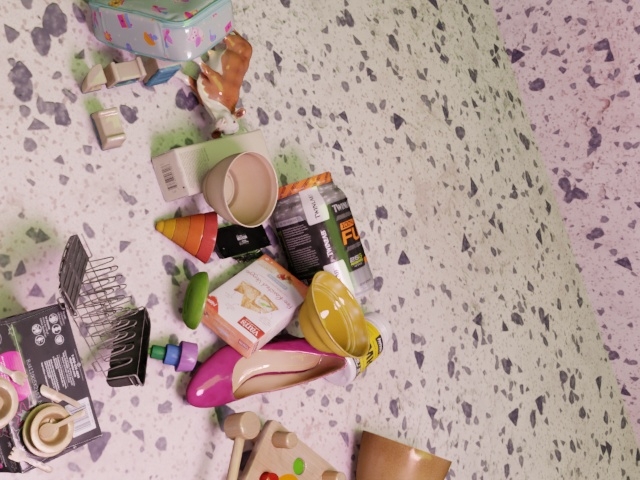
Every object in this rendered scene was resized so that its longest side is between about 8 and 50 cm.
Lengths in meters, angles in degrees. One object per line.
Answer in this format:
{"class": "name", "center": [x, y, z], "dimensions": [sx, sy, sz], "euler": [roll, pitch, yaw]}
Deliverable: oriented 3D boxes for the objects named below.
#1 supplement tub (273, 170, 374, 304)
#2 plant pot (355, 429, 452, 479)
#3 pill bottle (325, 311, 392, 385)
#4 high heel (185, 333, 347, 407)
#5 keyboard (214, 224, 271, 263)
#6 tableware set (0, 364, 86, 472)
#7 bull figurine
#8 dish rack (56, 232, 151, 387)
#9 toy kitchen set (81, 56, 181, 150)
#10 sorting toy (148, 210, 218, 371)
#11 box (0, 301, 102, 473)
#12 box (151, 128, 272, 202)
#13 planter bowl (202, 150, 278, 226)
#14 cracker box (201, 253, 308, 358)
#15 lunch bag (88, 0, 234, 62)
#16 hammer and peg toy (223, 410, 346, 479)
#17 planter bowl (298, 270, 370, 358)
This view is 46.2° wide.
{"class": "supplement tub", "center": [0.000, 0.000, 1.861], "dimensions": [0.193, 0.193, 0.316], "euler": [-25, 98, -47]}
{"class": "plant pot", "center": [0.178, 0.636, 1.882], "dimensions": [0.237, 0.237, 0.254], "euler": [31, 73, -38]}
{"class": "pill bottle", "center": [0.091, 0.274, 1.938], "dimensions": [0.208, 0.119, 0.119], "euler": [-35, 105, -46]}
{"class": "high heel", "center": [-0.113, 0.291, 1.657], "dimensions": [0.377, 0.181, 0.127], "euler": [-23, 117, -47]}
{"class": "keyboard", "center": [-0.192, 0.012, 1.776], "dimensions": [0.192, 0.038, 0.100], "euler": [-16, 81, -55]}
{"class": "tableware set", "center": [-0.470, 0.279, 1.189], "dimensions": [0.194, 0.039, 0.128], "euler": [39, 54, -35]}
{"class": "bull figurine", "center": [-0.244, -0.389, 1.763], "dimensions": [0.188, 0.101, 0.310], "euler": [43, 43, -37]}
{"class": "dish rack", "center": [-0.398, 0.123, 1.385], "dimensions": [0.208, 0.074, 0.272], "euler": [-105, 179, -57]}
{"class": "toy kitchen set", "center": [-0.395, -0.295, 1.605], "dimensions": [0.207, 0.122, 0.166], "euler": [-20, 95, -27]}
{"class": "sorting toy", "center": [-0.308, 0.094, 1.594], "dimensions": [0.126, 0.127, 0.366], "euler": [14, 66, -19]}
{"class": "box", "center": [-0.508, 0.251, 1.293], "dimensions": [0.163, 0.142, 0.247], "euler": [-18, 94, -49]}
{"class": "box", "center": [-0.242, -0.174, 1.723], "dimensions": [0.275, 0.094, 0.113], "euler": [-21, 96, -48]}
{"class": "planter bowl", "center": [-0.185, -0.113, 1.623], "dimensions": [0.162, 0.109, 0.162], "euler": [-8, 100, -50]}
{"class": "cracker box", "center": [-0.145, 0.145, 1.703], "dimensions": [0.155, 0.067, 0.232], "euler": [37, 43, 15]}
{"class": "lunch bag", "center": [-0.334, -0.485, 1.585], "dimensions": [0.224, 0.279, 0.108], "euler": [-52, 152, -40]}
{"class": "hammer and peg toy", "center": [-0.119, 0.542, 1.640], "dimensions": [0.361, 0.127, 0.266], "euler": [45, 52, -29]}
{"class": "planter bowl", "center": [0.014, 0.185, 1.699], "dimensions": [0.217, 0.090, 0.217], "euler": [43, 29, -32]}
